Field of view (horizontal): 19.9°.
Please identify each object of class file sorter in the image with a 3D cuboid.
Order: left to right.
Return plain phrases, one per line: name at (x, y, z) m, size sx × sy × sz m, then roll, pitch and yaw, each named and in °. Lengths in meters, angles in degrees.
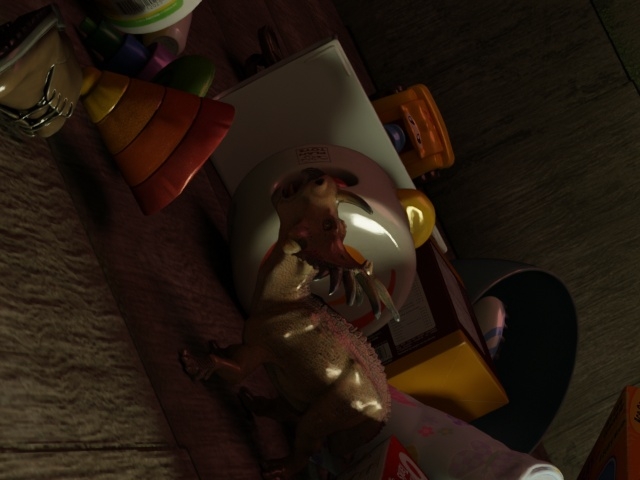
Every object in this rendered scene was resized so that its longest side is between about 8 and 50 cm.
file sorter at (-0.001, -0.084, 2.172) m, size 0.278 × 0.193 × 0.173 m, roll 62°, pitch 7°, yaw -12°

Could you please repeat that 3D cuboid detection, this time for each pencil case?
pencil case at (0.106, 0.217, 1.789) m, size 0.273 × 0.113 × 0.124 m, roll 25°, pitch 25°, yaw 35°

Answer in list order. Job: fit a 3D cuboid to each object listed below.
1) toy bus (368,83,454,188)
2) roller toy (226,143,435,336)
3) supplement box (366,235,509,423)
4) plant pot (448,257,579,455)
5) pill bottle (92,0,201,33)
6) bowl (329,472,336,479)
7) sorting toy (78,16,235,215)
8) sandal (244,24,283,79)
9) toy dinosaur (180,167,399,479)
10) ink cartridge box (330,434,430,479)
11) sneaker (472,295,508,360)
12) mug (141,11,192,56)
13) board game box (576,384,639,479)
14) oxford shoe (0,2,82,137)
toy bus at (0.050, -0.120, 2.485) m, size 0.149 × 0.220 × 0.211 m, roll 69°, pitch 16°, yaw 3°
roller toy at (0.000, 0.000, 1.925) m, size 0.191 × 0.209 × 0.146 m, roll 36°, pitch 20°, yaw -24°
supplement box at (0.075, 0.117, 2.025) m, size 0.129 × 0.191 × 0.194 m, roll 52°, pitch 15°, yaw -44°
plant pot at (0.162, 0.144, 2.324) m, size 0.195 × 0.290 × 0.290 m, roll 23°, pitch -22°, yaw 41°
pill bottle at (-0.217, -0.335, 1.839) m, size 0.246 × 0.136 × 0.136 m, roll 54°, pitch 13°, yaw -46°
bowl at (0.150, 0.345, 1.915) m, size 0.311 × 0.163 × 0.311 m, roll 61°, pitch 9°, yaw -16°
sorting toy at (-0.178, -0.142, 1.664) m, size 0.126 × 0.127 × 0.365 m, roll 38°, pitch 8°, yaw -20°
sandal at (-0.078, -0.237, 2.588) m, size 0.219 × 0.060 × 0.090 m, roll 99°, pitch -28°, yaw -81°
toy dinosaur at (0.005, 0.104, 1.660) m, size 0.296 × 0.200 × 0.127 m, roll 59°, pitch 10°, yaw -27°
ink cartridge box at (0.086, 0.342, 1.545) m, size 0.272 × 0.130 × 0.309 m, roll 52°, pitch 10°, yaw -5°
sneaker at (0.126, 0.153, 2.106) m, size 0.086 × 0.237 × 0.085 m, roll 42°, pitch -3°, yaw -22°
mug at (-0.182, -0.236, 2.048) m, size 0.064 × 0.078 × 0.062 m, roll -94°, pitch -170°, yaw -45°
board game box at (0.430, 0.440, 1.952) m, size 0.356 × 0.356 × 0.356 m, roll -79°, pitch -173°, yaw -55°
oxford shoe at (-0.224, -0.127, 1.421) m, size 0.227 × 0.083 × 0.096 m, roll -62°, pitch 129°, yaw -77°
